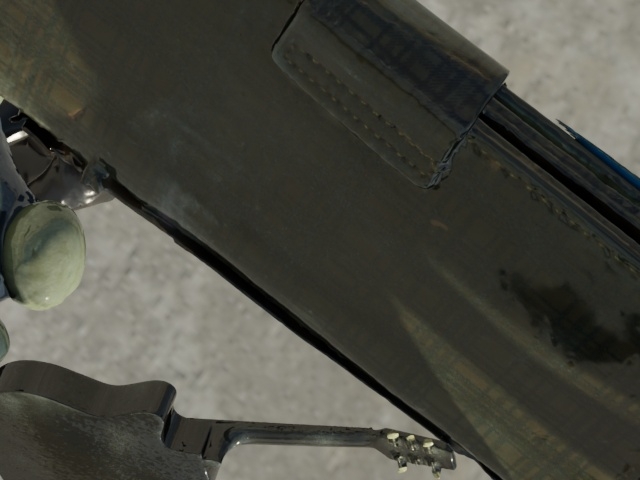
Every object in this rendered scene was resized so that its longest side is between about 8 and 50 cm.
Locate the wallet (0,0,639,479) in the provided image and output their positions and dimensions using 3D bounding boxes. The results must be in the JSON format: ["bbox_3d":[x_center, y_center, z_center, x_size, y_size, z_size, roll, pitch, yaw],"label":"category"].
[{"bbox_3d":[0.007,-0.025,0.684,0.044,0.317,0.169,-50,175,-37],"label":"wallet"}]

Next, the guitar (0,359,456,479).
[{"bbox_3d":[-0.050,0.097,0.905,0.025,0.233,0.088,-70,154,-45],"label":"guitar"}]

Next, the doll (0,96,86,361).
[{"bbox_3d":[-0.288,-0.007,1.141,0.258,0.228,0.154,-18,168,-38],"label":"doll"}]

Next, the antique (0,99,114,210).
[{"bbox_3d":[-0.226,-0.148,1.749,0.255,0.322,0.185,-24,133,14],"label":"antique"}]
